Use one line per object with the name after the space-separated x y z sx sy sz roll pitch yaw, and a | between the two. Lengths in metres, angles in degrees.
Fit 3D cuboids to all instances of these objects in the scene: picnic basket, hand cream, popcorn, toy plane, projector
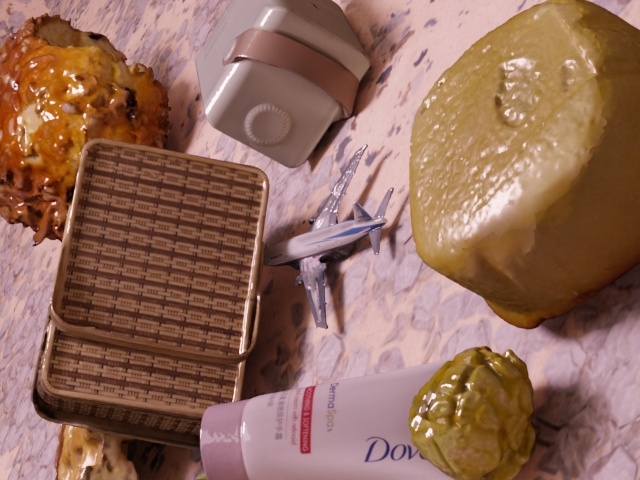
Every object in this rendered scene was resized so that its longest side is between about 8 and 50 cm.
-0.189 0.064 1.558 0.175 0.228 0.313 127 153 -70 | picnic basket
0.020 0.174 1.213 0.248 0.083 0.133 -11 51 15 | hand cream
0.128 0.143 1.099 0.106 0.116 0.120 48 121 16 | popcorn
0.004 0.001 1.518 0.226 0.058 0.226 -29 43 56 | toy plane
-0.052 -0.218 1.713 0.177 0.163 0.242 -57 23 18 | projector

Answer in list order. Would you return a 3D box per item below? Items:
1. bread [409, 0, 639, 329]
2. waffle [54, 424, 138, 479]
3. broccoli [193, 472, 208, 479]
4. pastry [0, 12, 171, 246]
0.187 -0.065 1.125 0.270 0.148 0.270 -38 39 39 | bread
-0.279 0.181 1.758 0.304 0.077 0.348 141 137 -66 | waffle
-0.092 0.285 1.327 0.162 0.146 0.138 -50 31 18 | broccoli
-0.403 -0.167 2.209 0.405 0.292 0.337 37 109 53 | pastry
